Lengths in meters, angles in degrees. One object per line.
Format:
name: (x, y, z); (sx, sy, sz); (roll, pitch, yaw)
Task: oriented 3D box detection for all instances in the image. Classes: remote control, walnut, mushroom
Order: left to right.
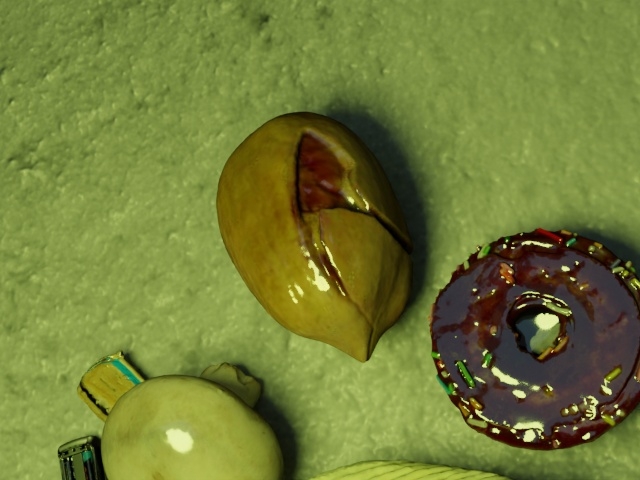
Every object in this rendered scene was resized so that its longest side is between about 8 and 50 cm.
remote control: (-0.269, 0.336, 1.228); (0.059, 0.028, 0.212); (-20, 69, 12)
mushroom: (-0.130, 0.216, 1.146); (0.204, 0.204, 0.204); (-5, 73, 18)
walnut: (0.000, 0.000, 1.147); (0.203, 0.203, 0.298); (-26, 70, 11)

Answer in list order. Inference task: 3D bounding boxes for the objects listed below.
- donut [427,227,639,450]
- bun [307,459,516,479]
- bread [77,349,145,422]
donut: (0.232, 0.102, 1.085); (0.235, 0.089, 0.235); (-5, 74, 19)
bun: (0.057, 0.357, 0.952); (0.349, 0.352, 0.227); (-18, 102, 3)
bread: (-0.237, 0.188, 1.248); (0.072, 0.053, 0.106); (-41, 66, -21)
